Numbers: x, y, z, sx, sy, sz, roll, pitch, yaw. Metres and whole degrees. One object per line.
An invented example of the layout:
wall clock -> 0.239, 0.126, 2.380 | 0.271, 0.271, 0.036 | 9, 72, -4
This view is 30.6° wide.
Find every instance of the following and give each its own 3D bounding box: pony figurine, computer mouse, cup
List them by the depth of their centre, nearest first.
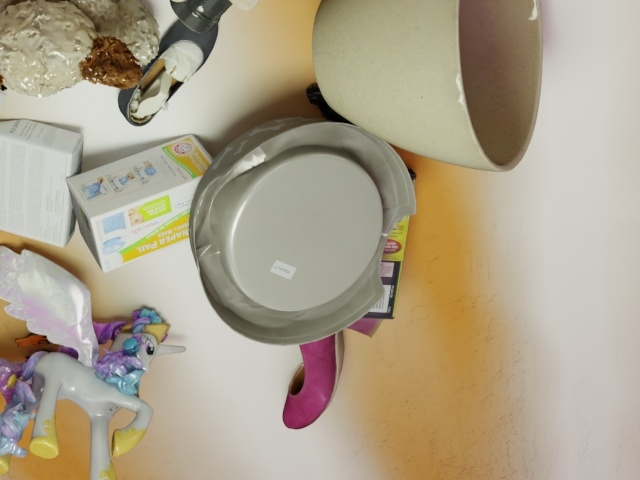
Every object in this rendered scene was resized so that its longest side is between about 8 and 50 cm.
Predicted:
cup -> 0.130, -0.254, 1.530 | 0.237, 0.331, 0.331 | 2, 140, 28
computer mouse -> 0.084, -0.223, 1.702 | 0.193, 0.042, 0.106 | -27, 131, 16
pony figurine -> -0.410, 0.217, 1.868 | 0.351, 0.363, 0.303 | 20, 130, -8

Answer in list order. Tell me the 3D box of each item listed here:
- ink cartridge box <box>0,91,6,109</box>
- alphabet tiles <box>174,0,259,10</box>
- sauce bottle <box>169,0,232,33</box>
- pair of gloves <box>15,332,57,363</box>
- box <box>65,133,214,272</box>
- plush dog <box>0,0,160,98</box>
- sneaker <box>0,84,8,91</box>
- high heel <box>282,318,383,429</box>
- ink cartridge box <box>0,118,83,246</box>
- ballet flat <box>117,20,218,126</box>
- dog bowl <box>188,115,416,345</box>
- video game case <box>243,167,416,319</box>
ink cartridge box -> -0.558, -0.166, 1.558 | 0.219, 0.160, 0.092 | 25, 162, -30
alphabet tiles -> -0.133, -0.429, 1.404 | 0.278, 0.021, 0.284 | 44, 118, -5
sauce bottle -> -0.060, -0.398, 1.466 | 0.111, 0.111, 0.344 | 32, 122, -33
pair of gloves -> -0.480, 0.185, 2.018 | 0.074, 0.010, 0.083 | -12, 136, -2
box -> -0.252, -0.056, 1.718 | 0.203, 0.103, 0.114 | -23, 137, -18
plush dog -> -0.338, -0.266, 1.462 | 0.262, 0.225, 0.210 | -6, 134, -4
sneaker -> -0.460, -0.234, 1.605 | 0.083, 0.037, 0.032 | 24, 127, -27
high heel -> -0.034, 0.182, 2.037 | 0.181, 0.127, 0.377 | 23, 124, -10
ink cartridge box -> -0.474, -0.101, 1.735 | 0.232, 0.066, 0.189 | 18, 131, 2
ballet flat -> -0.210, -0.231, 1.627 | 0.074, 0.074, 0.203 | 30, 122, -32
dog bowl -> -0.034, -0.022, 1.712 | 0.349, 0.102, 0.348 | -11, 118, -22
video game case -> 0.000, 0.000, 1.842 | 0.275, 0.035, 0.248 | 3, 109, -12
